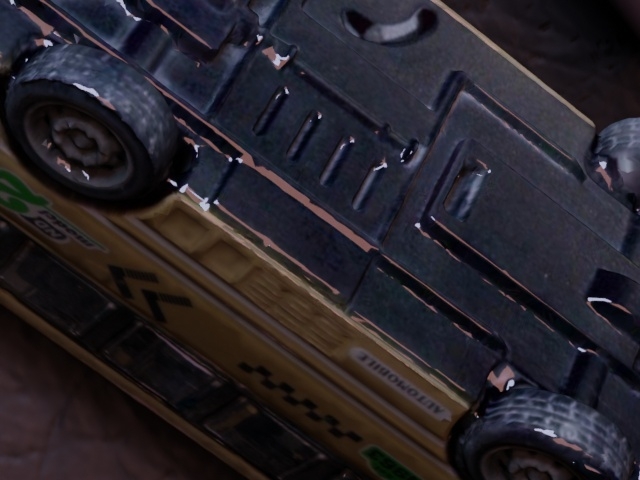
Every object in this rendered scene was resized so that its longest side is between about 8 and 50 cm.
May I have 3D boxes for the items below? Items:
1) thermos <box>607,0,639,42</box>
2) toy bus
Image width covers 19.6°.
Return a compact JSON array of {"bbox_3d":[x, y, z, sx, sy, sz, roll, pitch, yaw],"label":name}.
[{"bbox_3d":[0.140,-0.239,0.867,0.176,0.146,0.265,-38,88,-13],"label":"thermos"},{"bbox_3d":[0.000,0.000,0.745,0.365,0.202,0.177,37,53,-11],"label":"toy bus"}]
